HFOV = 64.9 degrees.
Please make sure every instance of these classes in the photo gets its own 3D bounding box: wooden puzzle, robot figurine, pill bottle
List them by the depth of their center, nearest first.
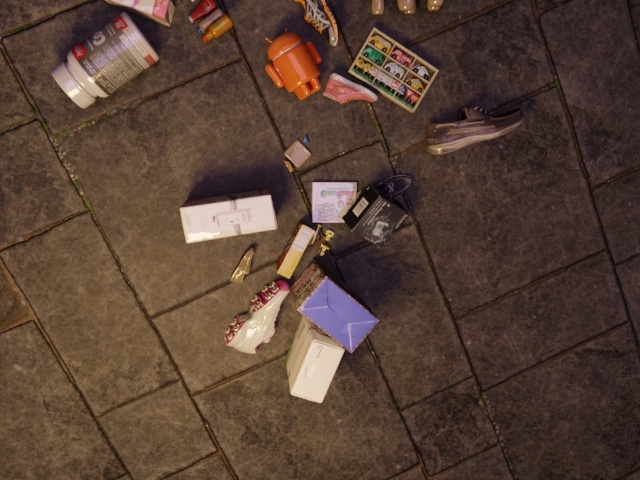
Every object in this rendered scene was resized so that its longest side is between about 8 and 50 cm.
[{"bbox_3d":[-0.649,-0.538,1.522,0.283,0.161,0.161,-36,103,-1],"label":"pill bottle"},{"bbox_3d":[-0.084,-0.567,1.617,0.158,0.128,0.219,-27,105,19],"label":"robot figurine"},{"bbox_3d":[-0.079,-0.295,1.724,0.116,0.014,0.078,-39,107,0],"label":"wooden puzzle"}]

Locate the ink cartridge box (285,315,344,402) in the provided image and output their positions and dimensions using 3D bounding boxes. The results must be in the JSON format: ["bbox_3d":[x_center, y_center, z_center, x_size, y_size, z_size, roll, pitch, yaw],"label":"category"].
[{"bbox_3d":[-0.027,0.394,1.721,0.115,0.273,0.198,21,97,-11],"label":"ink cartridge box"}]

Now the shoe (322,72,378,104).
[{"bbox_3d":[0.099,-0.487,1.692,0.178,0.063,0.081,25,97,-6],"label":"shoe"}]

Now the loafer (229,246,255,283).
[{"bbox_3d":[-0.261,0.088,1.747,0.050,0.056,0.148,30,105,-13],"label":"loafer"}]

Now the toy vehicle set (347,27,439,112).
[{"bbox_3d":[0.246,-0.573,1.708,0.267,0.035,0.166,29,95,-12],"label":"toy vehicle set"}]

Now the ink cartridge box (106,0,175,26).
[{"bbox_3d":[-0.553,-0.726,1.525,0.198,0.115,0.067,16,98,-11],"label":"ink cartridge box"}]

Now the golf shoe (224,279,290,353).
[{"bbox_3d":[-0.199,0.271,1.769,0.140,0.115,0.306,40,100,-22],"label":"golf shoe"}]

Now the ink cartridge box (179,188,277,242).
[{"bbox_3d":[-0.293,-0.086,1.631,0.283,0.207,0.117,-9,103,-7],"label":"ink cartridge box"}]

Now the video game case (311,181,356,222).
[{"bbox_3d":[0.048,-0.134,1.767,0.157,0.019,0.143,-1,100,-8],"label":"video game case"}]

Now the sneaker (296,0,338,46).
[{"bbox_3d":[-0.009,-0.722,1.627,0.083,0.084,0.214,-28,94,1],"label":"sneaker"}]

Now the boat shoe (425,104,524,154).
[{"bbox_3d":[0.530,-0.402,1.732,0.356,0.132,0.130,-20,102,-5],"label":"boat shoe"}]

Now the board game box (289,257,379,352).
[{"bbox_3d":[0.035,0.207,1.687,0.232,0.291,0.141,40,91,-13],"label":"board game box"}]

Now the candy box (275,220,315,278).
[{"bbox_3d":[-0.089,0.029,1.731,0.053,0.109,0.186,28,94,-12],"label":"candy box"}]

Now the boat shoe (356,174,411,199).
[{"bbox_3d":[0.231,-0.173,1.762,0.206,0.065,0.075,-19,102,-4],"label":"boat shoe"}]

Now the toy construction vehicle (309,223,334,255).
[{"bbox_3d":[0.000,0.000,1.776,0.086,0.035,0.098,30,95,-12],"label":"toy construction vehicle"}]

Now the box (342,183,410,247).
[{"bbox_3d":[0.190,-0.083,1.719,0.158,0.093,0.156,26,110,-35],"label":"box"}]

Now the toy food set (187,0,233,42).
[{"bbox_3d":[-0.381,-0.727,1.551,0.104,0.111,0.232,-38,106,0],"label":"toy food set"}]

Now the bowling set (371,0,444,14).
[{"bbox_3d":[0.313,-0.819,1.625,0.200,0.287,0.154,-23,117,-47],"label":"bowling set"}]
